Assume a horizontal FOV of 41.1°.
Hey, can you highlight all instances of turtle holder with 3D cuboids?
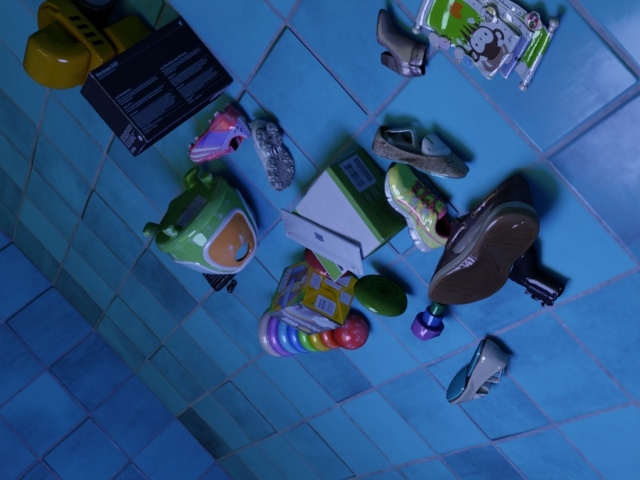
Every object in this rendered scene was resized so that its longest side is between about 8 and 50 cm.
[{"bbox_3d":[-0.294,-0.022,2.132,0.227,0.243,0.320,41,143,-23],"label":"turtle holder"}]

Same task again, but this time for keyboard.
[{"bbox_3d":[-0.284,0.104,2.462,0.108,0.023,0.180,47,149,-1],"label":"keyboard"},{"bbox_3d":[0.000,0.000,1.815,0.256,0.014,0.072,27,134,44],"label":"keyboard"}]

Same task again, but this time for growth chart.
[{"bbox_3d":[0.252,-0.332,1.343,0.237,0.021,0.172,35,147,20],"label":"growth chart"}]

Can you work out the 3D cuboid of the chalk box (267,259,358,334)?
[{"bbox_3d":[-0.030,0.138,2.060,0.132,0.132,0.213,31,154,-22],"label":"chalk box"}]

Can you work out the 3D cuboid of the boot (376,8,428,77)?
[{"bbox_3d":[0.142,-0.334,1.458,0.087,0.042,0.118,18,140,28],"label":"boot"}]

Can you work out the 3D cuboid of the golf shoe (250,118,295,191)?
[{"bbox_3d":[-0.110,-0.194,1.903,0.086,0.069,0.176,41,151,50],"label":"golf shoe"}]

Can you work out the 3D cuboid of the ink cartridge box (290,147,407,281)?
[{"bbox_3d":[0.055,-0.048,1.796,0.189,0.097,0.255,54,149,6],"label":"ink cartridge box"}]

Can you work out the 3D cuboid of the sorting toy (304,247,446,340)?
[{"bbox_3d":[0.132,0.068,1.872,0.365,0.127,0.126,36,124,21],"label":"sorting toy"}]

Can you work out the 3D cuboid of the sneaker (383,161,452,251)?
[{"bbox_3d":[0.200,-0.072,1.648,0.094,0.081,0.208,-7,127,45],"label":"sneaker"}]

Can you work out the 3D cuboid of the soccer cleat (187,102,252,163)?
[{"bbox_3d":[-0.236,-0.226,1.986,0.095,0.083,0.248,48,145,-2],"label":"soccer cleat"}]

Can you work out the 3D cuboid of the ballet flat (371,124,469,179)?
[{"bbox_3d":[0.180,-0.168,1.568,0.206,0.073,0.067,19,124,32],"label":"ballet flat"}]

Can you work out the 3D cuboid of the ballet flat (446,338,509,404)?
[{"bbox_3d":[0.349,0.304,1.882,0.086,0.086,0.248,38,146,14],"label":"ballet flat"}]

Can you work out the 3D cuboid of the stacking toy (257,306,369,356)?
[{"bbox_3d":[-0.006,0.234,2.191,0.330,0.141,0.141,-5,122,44],"label":"stacking toy"}]

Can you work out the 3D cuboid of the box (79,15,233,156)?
[{"bbox_3d":[-0.348,-0.331,1.828,0.184,0.261,0.103,52,148,-7],"label":"box"}]

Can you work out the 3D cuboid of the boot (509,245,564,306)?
[{"bbox_3d":[0.404,0.066,1.577,0.099,0.045,0.121,36,152,19],"label":"boot"}]

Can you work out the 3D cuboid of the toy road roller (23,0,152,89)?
[{"bbox_3d":[-0.525,-0.414,1.966,0.329,0.240,0.202,48,149,-1],"label":"toy road roller"}]

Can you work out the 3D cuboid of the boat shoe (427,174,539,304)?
[{"bbox_3d":[0.296,0.004,1.585,0.123,0.123,0.342,11,145,-10],"label":"boat shoe"}]
